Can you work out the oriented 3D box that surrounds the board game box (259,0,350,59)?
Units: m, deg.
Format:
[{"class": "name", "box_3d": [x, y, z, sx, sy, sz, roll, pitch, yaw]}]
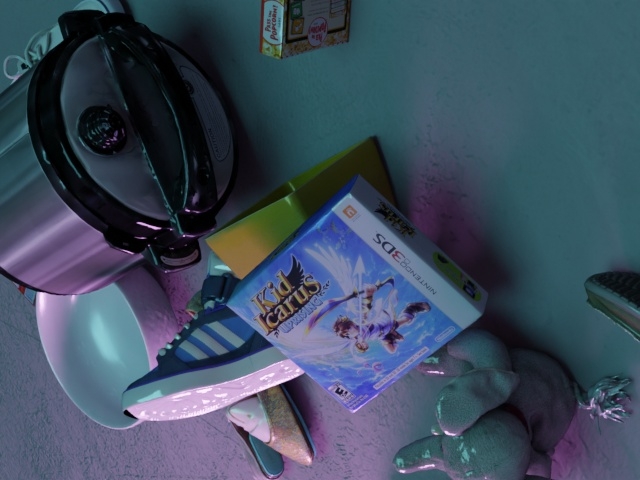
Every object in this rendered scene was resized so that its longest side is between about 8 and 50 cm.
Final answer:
[{"class": "board game box", "box_3d": [-0.017, -0.361, 1.693, 0.045, 0.147, 0.193, 23, 120, 36]}]

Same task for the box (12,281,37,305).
[{"class": "box", "box_3d": [-0.510, -0.017, 2.316, 0.128, 0.123, 0.256, 43, 131, 23]}]

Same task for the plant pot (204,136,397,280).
[{"class": "plant pot", "box_3d": [0.000, 0.000, 1.793, 0.212, 0.212, 0.187, -25, 100, 46]}]

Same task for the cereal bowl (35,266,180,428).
[{"class": "cereal bowl", "box_3d": [-0.370, 0.168, 2.243, 0.339, 0.141, 0.338, 17, 117, 39]}]

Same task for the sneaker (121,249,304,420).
[{"class": "sneaker", "box_3d": [-0.182, 0.139, 1.960, 0.130, 0.323, 0.236, 63, -171, -63]}]

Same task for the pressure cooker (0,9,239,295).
[{"class": "pressure cooker", "box_3d": [-0.336, -0.128, 1.916, 0.370, 0.375, 0.420, 36, 139, -25]}]

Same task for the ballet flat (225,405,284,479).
[{"class": "ballet flat", "box_3d": [-0.131, 0.326, 2.129, 0.068, 0.072, 0.213, -23, 89, 53]}]

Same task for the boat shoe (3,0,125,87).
[{"class": "boat shoe", "box_3d": [-0.480, -0.305, 2.150, 0.367, 0.156, 0.135, -34, 82, 46]}]

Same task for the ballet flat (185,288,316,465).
[{"class": "ballet flat", "box_3d": [-0.128, 0.237, 2.052, 0.123, 0.123, 0.348, -28, 85, 46]}]

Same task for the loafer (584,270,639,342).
[{"class": "loafer", "box_3d": [0.427, 0.125, 1.498, 0.251, 0.094, 0.087, 35, 123, 29]}]

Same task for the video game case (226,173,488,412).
[{"class": "video game case", "box_3d": [0.047, 0.080, 1.654, 0.244, 0.061, 0.269, 42, 122, -9]}]

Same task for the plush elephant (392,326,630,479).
[{"class": "plush elephant", "box_3d": [0.222, 0.262, 1.631, 0.330, 0.255, 0.271, -14, 96, 46]}]
